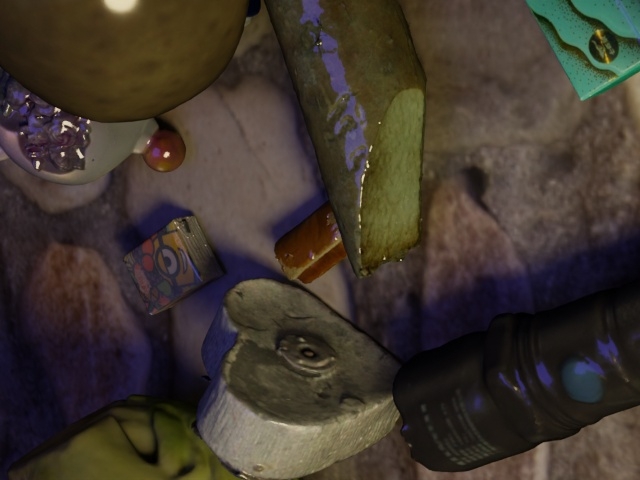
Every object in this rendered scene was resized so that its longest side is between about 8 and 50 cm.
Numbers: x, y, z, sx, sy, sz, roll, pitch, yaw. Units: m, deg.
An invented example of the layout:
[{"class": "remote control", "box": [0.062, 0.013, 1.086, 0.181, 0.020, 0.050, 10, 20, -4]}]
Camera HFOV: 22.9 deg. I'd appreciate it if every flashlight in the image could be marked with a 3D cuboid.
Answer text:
[{"class": "flashlight", "box": [0.225, 0.067, 1.071, 0.424, 0.103, 0.103, -26, 88, 42]}]

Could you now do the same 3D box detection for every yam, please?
[{"class": "yam", "box": [0.029, -0.108, 1.168, 0.106, 0.106, 0.259, -18, 93, 42]}]

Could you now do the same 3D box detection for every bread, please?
[{"class": "bread", "box": [0.000, 0.000, 1.275, 0.083, 0.036, 0.047, -38, 76, 39]}]

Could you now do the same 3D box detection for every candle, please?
[{"class": "candle", "box": [-0.013, 0.115, 1.260, 0.169, 0.192, 0.068, 15, 123, -13]}]

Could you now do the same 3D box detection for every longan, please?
[{"class": "longan", "box": [-0.150, -0.205, 1.138, 0.215, 0.246, 0.246, -122, 40, -50]}]

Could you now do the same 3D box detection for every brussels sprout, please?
[{"class": "brussels sprout", "box": [-0.125, 0.290, 1.346, 0.328, 0.247, 0.328, 14, 115, 32]}]

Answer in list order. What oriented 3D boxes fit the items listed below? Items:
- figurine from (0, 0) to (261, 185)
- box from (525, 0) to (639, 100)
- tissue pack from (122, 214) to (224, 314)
[{"class": "figurine", "box": [-0.167, -0.138, 1.316, 0.274, 0.133, 0.193, -8, 111, 28]}, {"class": "box", "box": [0.219, -0.211, 1.011, 0.226, 0.042, 0.160, -32, 83, 41]}, {"class": "tissue pack", "box": [-0.130, 0.021, 1.393, 0.083, 0.035, 0.063, -30, 85, 44]}]
